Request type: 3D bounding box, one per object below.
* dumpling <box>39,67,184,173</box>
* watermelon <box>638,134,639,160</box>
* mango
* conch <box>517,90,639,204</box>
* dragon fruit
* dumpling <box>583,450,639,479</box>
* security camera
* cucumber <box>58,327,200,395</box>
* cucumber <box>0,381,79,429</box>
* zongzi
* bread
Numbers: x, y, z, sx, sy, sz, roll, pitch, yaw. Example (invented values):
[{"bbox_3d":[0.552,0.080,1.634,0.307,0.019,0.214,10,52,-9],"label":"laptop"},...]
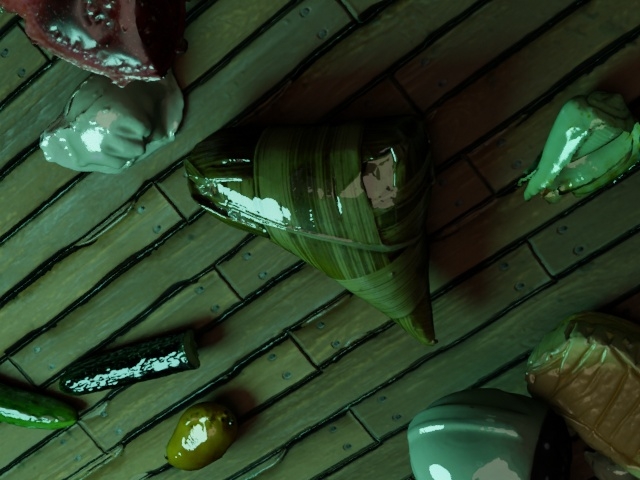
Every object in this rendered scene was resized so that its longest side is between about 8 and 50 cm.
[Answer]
[{"bbox_3d":[-0.233,-0.136,1.436,0.188,0.108,0.127,-41,122,9],"label":"dumpling"},{"bbox_3d":[0.399,-0.104,1.257,0.146,0.128,0.231,27,91,9],"label":"watermelon"},{"bbox_3d":[-0.156,0.255,1.606,0.077,0.063,0.127,36,122,-8],"label":"mango"},{"bbox_3d":[0.288,-0.091,1.336,0.106,0.079,0.170,35,133,4],"label":"conch"},{"bbox_3d":[-0.266,-0.299,1.348,0.212,0.134,0.262,-7,107,14],"label":"dragon fruit"},{"bbox_3d":[0.360,0.282,1.497,0.077,0.043,0.059,-3,135,12],"label":"dumpling"},{"bbox_3d":[0.198,0.279,1.410,0.191,0.197,0.277,11,138,22],"label":"security camera"},{"bbox_3d":[-0.249,0.164,1.592,0.215,0.058,0.052,-17,114,23],"label":"cucumber"},{"bbox_3d":[-0.446,0.215,1.669,0.250,0.056,0.056,16,116,5],"label":"cucumber"},{"bbox_3d":[0.000,0.000,1.424,0.286,0.134,0.288,0,121,21],"label":"zongzi"},{"bbox_3d":[0.353,0.175,1.413,0.236,0.106,0.140,36,118,-2],"label":"bread"}]
